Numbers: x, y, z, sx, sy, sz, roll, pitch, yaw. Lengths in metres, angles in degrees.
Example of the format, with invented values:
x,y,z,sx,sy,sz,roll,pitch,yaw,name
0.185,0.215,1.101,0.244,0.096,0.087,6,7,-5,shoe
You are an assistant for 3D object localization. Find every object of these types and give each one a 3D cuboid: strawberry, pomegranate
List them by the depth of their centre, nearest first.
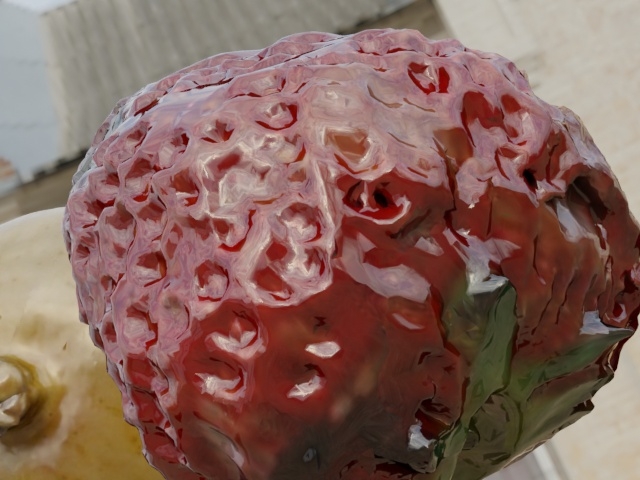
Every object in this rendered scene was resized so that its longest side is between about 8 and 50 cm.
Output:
x,y,z,sx,sy,sz,roll,pitch,yaw,name
0.007,0.001,0.874,0.292,0.310,0.292,-30,-14,-8,strawberry
-0.225,0.162,1.518,0.411,0.411,0.411,-22,-17,-7,pomegranate
